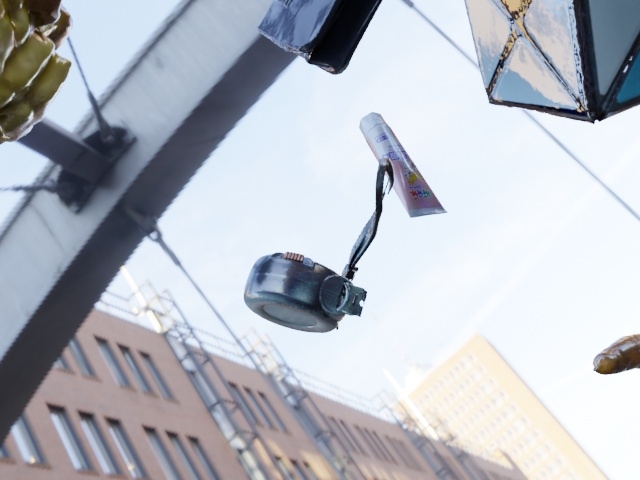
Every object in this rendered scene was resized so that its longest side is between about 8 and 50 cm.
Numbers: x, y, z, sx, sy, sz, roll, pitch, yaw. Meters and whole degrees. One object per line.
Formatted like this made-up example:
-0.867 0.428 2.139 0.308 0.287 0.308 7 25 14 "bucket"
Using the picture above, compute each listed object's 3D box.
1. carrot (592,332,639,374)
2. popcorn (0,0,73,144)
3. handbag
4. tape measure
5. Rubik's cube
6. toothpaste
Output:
0.423 0.130 1.059 0.248 0.059 0.059 -5 -44 -24 "carrot"
-0.392 -0.197 0.851 0.332 0.225 0.265 -24 -8 -32 "popcorn"
0.032 -0.448 1.412 0.118 0.269 0.325 24 -77 -34 "handbag"
0.000 0.000 0.831 0.104 0.107 0.180 157 133 -83 "tape measure"
0.356 -0.317 1.143 0.246 0.250 0.248 -23 -67 -18 "Rubik's cube"
0.113 -0.108 1.268 0.067 0.194 0.043 -8 -37 -31 "toothpaste"
